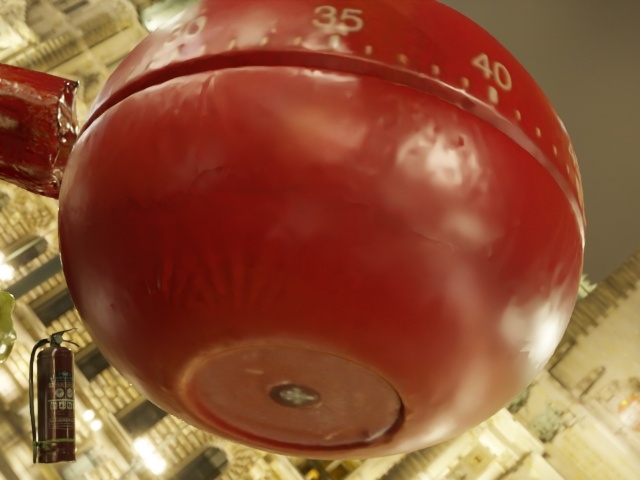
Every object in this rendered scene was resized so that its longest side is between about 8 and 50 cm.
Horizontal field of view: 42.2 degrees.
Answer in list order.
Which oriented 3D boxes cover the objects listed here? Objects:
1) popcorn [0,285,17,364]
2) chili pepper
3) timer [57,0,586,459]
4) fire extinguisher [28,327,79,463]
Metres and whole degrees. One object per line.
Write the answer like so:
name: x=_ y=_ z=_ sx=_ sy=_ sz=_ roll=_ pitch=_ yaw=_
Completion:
popcorn: x=-0.478 y=0.064 z=0.929 sx=0.235 sy=0.241 sz=0.250 roll=112 pitch=-37 yaw=-48
chili pepper: x=-0.403 y=-0.147 z=0.976 sx=0.252 sy=0.136 sz=0.144 roll=15 pitch=-12 yaw=-1
timer: x=0.000 y=0.000 z=0.617 sx=0.378 sy=0.279 sz=0.378 roll=8 pitch=-36 yaw=6
fire extinguisher: x=-0.306 y=0.177 z=0.954 sx=0.043 sy=0.064 sz=0.158 roll=-26 pitch=-116 yaw=42
